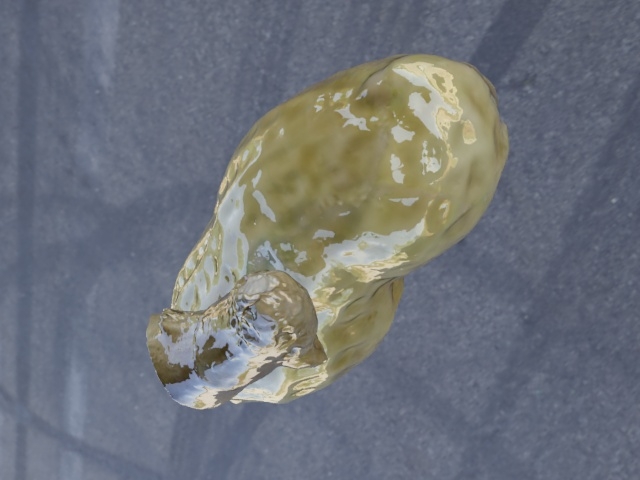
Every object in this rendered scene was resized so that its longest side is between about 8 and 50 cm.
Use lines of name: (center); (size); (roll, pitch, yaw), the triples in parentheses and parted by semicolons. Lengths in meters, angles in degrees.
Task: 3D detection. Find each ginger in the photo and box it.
ginger: (-0.041, 0.046, 0.429); (0.137, 0.044, 0.057); (-28, 95, 52)

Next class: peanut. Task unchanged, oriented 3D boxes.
peanut: (0.000, 0.000, 0.603); (0.147, 0.147, 0.305); (46, 136, 15)
